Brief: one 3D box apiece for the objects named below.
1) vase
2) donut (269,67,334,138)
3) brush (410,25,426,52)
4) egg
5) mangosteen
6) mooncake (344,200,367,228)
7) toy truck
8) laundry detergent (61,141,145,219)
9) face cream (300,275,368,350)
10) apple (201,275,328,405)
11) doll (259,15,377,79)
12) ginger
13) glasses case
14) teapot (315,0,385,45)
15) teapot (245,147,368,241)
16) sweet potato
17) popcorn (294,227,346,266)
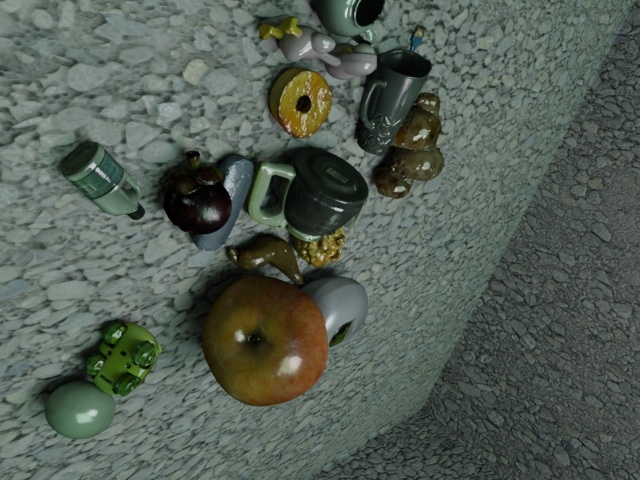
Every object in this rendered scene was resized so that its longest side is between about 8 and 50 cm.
[{"bbox_3d":[0.196,-0.406,1.771,0.251,0.156,0.300,-22,143,-43],"label":"vase"},{"bbox_3d":[-0.059,-0.368,1.549,0.174,0.075,0.190,-55,143,7],"label":"donut"},{"bbox_3d":[0.283,-0.581,1.821,0.051,0.014,0.164,-11,131,-44],"label":"brush"},{"bbox_3d":[-0.631,0.445,1.547,0.149,0.149,0.192,-54,148,2],"label":"egg"},{"bbox_3d":[-0.293,-0.104,1.437,0.172,0.173,0.183,40,68,-58],"label":"mangosteen"},{"bbox_3d":[0.084,-0.115,1.967,0.125,0.073,0.130,-60,149,6],"label":"mooncake"},{"bbox_3d":[-0.521,0.330,1.590,0.187,0.148,0.210,-55,169,-23],"label":"toy truck"},{"bbox_3d":[-0.459,-0.115,1.295,0.099,0.070,0.225,-52,147,-13],"label":"laundry detergent"},{"bbox_3d":[0.001,0.271,2.096,0.357,0.219,0.312,-11,135,-49],"label":"face cream"},{"bbox_3d":[-0.168,0.299,1.763,0.391,0.391,0.346,-55,167,4],"label":"apple"},{"bbox_3d":[0.017,-0.467,1.464,0.365,0.160,0.094,-2,97,-46],"label":"doll"},{"bbox_3d":[0.314,-0.318,1.973,0.256,0.176,0.375,-15,134,-22],"label":"ginger"},{"bbox_3d":[-0.258,-0.096,1.568,0.109,0.067,0.282,-6,124,-56],"label":"glasses case"},{"bbox_3d":[0.083,-0.593,1.444,0.193,0.129,0.294,-43,151,-10],"label":"teapot"},{"bbox_3d":[-0.038,-0.106,1.685,0.322,0.239,0.239,-17,147,-49],"label":"teapot"},{"bbox_3d":[-0.151,0.047,1.810,0.310,0.098,0.124,20,92,-49],"label":"sweet potato"},{"bbox_3d":[0.000,0.000,1.889,0.180,0.180,0.170,-50,176,-3],"label":"popcorn"}]
